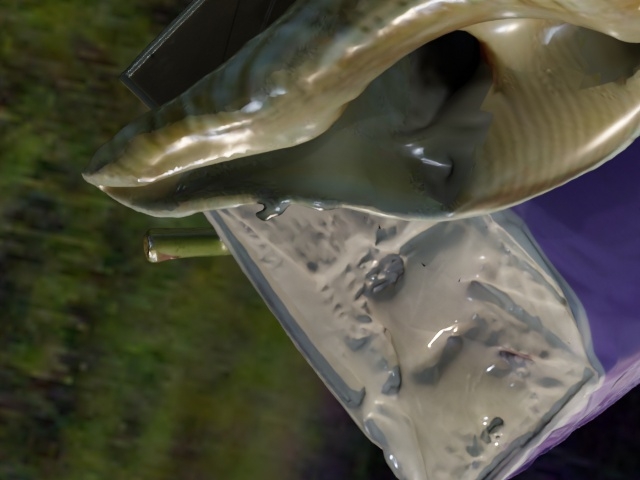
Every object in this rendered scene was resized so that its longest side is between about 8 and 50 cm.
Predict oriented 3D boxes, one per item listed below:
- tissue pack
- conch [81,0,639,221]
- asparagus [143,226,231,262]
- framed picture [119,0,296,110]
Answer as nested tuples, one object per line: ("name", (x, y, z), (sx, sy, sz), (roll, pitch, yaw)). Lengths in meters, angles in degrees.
("tissue pack", (0.113, -0.022, 1.030), (0.160, 0.242, 0.338), (-46, 167, 32))
("conch", (0.081, -0.117, 0.781), (0.203, 0.386, 0.169), (53, 30, -18))
("asparagus", (0.000, 0.000, 1.201), (0.025, 0.248, 0.024), (31, -62, 59))
("framed picture", (-0.084, -0.240, 2.190), (0.289, 0.213, 0.016), (-46, 146, 0))
